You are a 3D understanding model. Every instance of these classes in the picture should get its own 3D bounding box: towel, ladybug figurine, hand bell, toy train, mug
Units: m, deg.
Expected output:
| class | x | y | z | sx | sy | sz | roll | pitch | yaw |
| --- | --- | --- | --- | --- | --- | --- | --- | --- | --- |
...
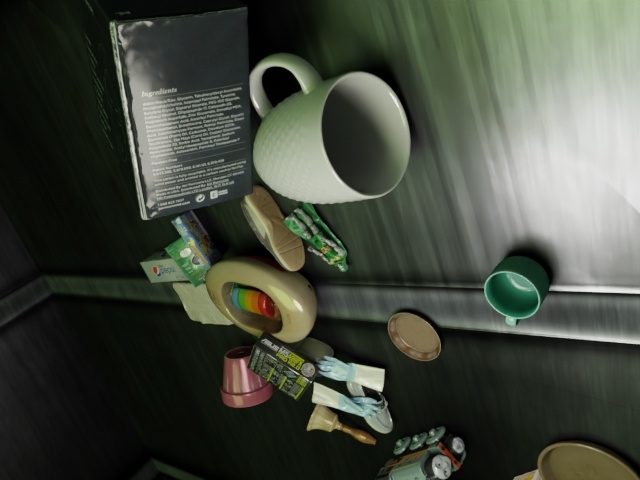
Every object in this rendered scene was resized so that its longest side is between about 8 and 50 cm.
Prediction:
| class | x | y | z | sx | sy | sz | roll | pitch | yaw |
| --- | --- | --- | --- | --- | --- | --- | --- | --- | --- |
| towel | -0.452 | 0.236 | 2.294 | 0.282 | 0.049 | 0.187 | -4 | 118 | 42 |
| ladybug figurine | -0.186 | 0.173 | 1.930 | 0.450 | 0.162 | 0.305 | 13 | 128 | 33 |
| hand bell | 0.085 | 0.676 | 2.137 | 0.242 | 0.126 | 0.126 | 23 | 133 | 11 |
| toy train | 0.316 | 0.710 | 1.875 | 0.142 | 0.190 | 0.334 | 48 | 139 | 1 |
| mug | -0.026 | -0.259 | 1.376 | 0.328 | 0.276 | 0.374 | -3 | 128 | 50 |
| mug | 0.453 | 0.108 | 1.378 | 0.129 | 0.097 | 0.157 | 41 | 139 | 9 |

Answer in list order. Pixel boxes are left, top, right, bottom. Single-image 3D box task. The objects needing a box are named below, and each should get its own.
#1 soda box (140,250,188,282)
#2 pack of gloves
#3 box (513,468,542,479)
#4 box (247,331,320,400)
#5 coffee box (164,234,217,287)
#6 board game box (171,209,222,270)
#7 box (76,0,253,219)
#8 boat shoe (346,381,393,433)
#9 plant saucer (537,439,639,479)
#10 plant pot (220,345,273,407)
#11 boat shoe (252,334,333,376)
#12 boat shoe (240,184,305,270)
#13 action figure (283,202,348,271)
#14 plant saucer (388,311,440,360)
| class | x | y | z | sx | sy | sz | roll | pitch | yaw |
| --- | --- | --- | --- | --- | --- | --- | --- | --- | --- |
| soda box | -0.558 | 0.093 | 2.246 | 0.286 | 0.091 | 0.098 | -8 | 114 | 44 |
| pack of gloves | 0.082 | 0.479 | 1.908 | 0.232 | 0.046 | 0.195 | 11 | 113 | 17 |
| box | 0.583 | 0.766 | 1.675 | 0.103 | 0.203 | 0.114 | 44 | 140 | 7 |
| box | -0.129 | 0.421 | 1.963 | 0.216 | 0.060 | 0.270 | 32 | 151 | 5 |
| coffee box | -0.449 | 0.064 | 2.095 | 0.184 | 0.113 | 0.040 | 54 | -178 | -17 |
| board game box | -0.417 | -0.005 | 2.025 | 0.035 | 0.136 | 0.201 | -30 | 99 | 12 |
| box | -0.386 | -0.393 | 1.453 | 0.480 | 0.298 | 0.471 | 52 | 150 | 43 |
| boat shoe | 0.175 | 0.537 | 1.952 | 0.227 | 0.079 | 0.081 | 55 | 143 | -2 |
| plant saucer | 0.723 | 0.635 | 1.580 | 0.278 | 0.041 | 0.277 | 22 | 132 | 27 |
| plant pot | -0.290 | 0.511 | 2.266 | 0.201 | 0.201 | 0.180 | 2 | 106 | 40 |
| boat shoe | -0.115 | 0.370 | 2.045 | 0.340 | 0.127 | 0.113 | 18 | 119 | 18 |
| boat shoe | -0.148 | -0.030 | 1.800 | 0.285 | 0.103 | 0.092 | 57 | 144 | -3 |
| action figure | 0.000 | 0.000 | 1.722 | 0.232 | 0.063 | 0.137 | 46 | 136 | -2 |
| plant saucer | 0.274 | 0.271 | 1.706 | 0.168 | 0.029 | 0.168 | 23 | 133 | 28 |
